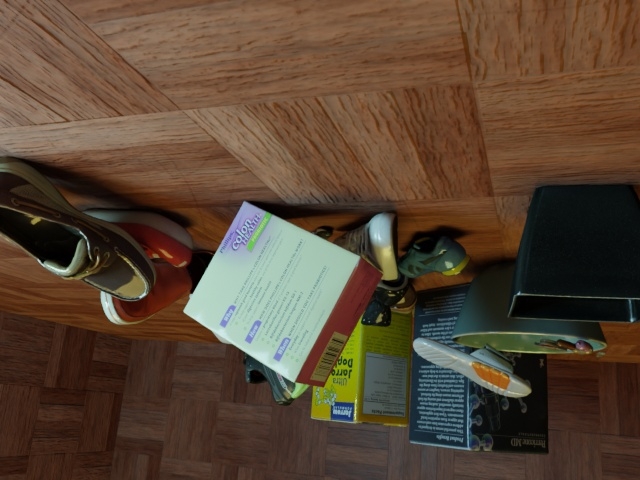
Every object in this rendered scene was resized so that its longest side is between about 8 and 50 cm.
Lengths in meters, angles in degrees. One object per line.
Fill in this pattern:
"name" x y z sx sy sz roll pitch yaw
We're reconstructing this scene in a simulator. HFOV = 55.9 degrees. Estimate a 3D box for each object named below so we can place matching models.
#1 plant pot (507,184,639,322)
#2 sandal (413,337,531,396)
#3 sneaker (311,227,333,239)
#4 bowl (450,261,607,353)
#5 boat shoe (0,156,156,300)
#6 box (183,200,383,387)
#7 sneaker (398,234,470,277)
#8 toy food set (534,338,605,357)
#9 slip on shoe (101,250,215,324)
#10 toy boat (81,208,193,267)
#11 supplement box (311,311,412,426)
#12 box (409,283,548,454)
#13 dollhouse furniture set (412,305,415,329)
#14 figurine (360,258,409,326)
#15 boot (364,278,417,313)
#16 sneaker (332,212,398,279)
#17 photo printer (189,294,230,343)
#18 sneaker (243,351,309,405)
"plant pot" 0.369 0.019 0.861 0.188 0.167 0.188 0 165 14
"sandal" 0.334 0.251 1.298 0.265 0.076 0.102 25 151 7
"sneaker" 0.000 0.000 1.145 0.031 0.035 0.083 11 163 -23
"bowl" 0.438 0.143 1.291 0.312 0.163 0.311 4 164 1
"boat shoe" -0.401 0.016 0.966 0.123 0.123 0.342 -32 131 9
"box" -0.061 0.087 0.992 0.243 0.213 0.117 25 175 28
"sneaker" 0.196 0.022 1.144 0.082 0.069 0.209 44 162 -13
"toy food set" 0.478 0.201 1.159 0.122 0.019 0.078 8 165 17
"slip on shoe" -0.327 0.086 1.274 0.101 0.123 0.331 -19 -178 29
"toy boat" -0.359 0.029 1.141 0.231 0.151 0.151 2 165 10
"supplement box" 0.118 0.326 1.684 0.194 0.356 0.195 17 160 -35
"box" 0.412 0.338 1.567 0.294 0.395 0.212 14 162 -31
"dollhouse furniture set" 0.285 0.188 1.787 0.081 0.091 0.114 41 156 31
"figurine" 0.074 0.128 1.350 0.215 0.092 0.209 6 142 -2
"boot" 0.112 0.113 1.486 0.249 0.090 0.207 3 152 16
"sneaker" 0.077 0.023 1.073 0.123 0.105 0.290 1 166 3
"photo printer" -0.156 0.180 1.577 0.308 0.107 0.256 0 140 18
"sneaker" -0.190 0.329 1.861 0.185 0.202 0.483 27 -174 -36
